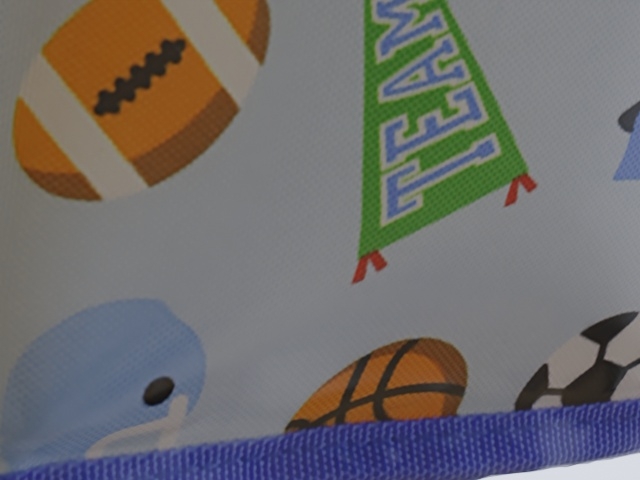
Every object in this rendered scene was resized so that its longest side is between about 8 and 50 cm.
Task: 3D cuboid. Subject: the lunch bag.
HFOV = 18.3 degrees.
[{"bbox_3d":[0.046,-0.123,0.525,0.385,0.239,0.327,-3,-68,-37],"label":"lunch bag"}]
